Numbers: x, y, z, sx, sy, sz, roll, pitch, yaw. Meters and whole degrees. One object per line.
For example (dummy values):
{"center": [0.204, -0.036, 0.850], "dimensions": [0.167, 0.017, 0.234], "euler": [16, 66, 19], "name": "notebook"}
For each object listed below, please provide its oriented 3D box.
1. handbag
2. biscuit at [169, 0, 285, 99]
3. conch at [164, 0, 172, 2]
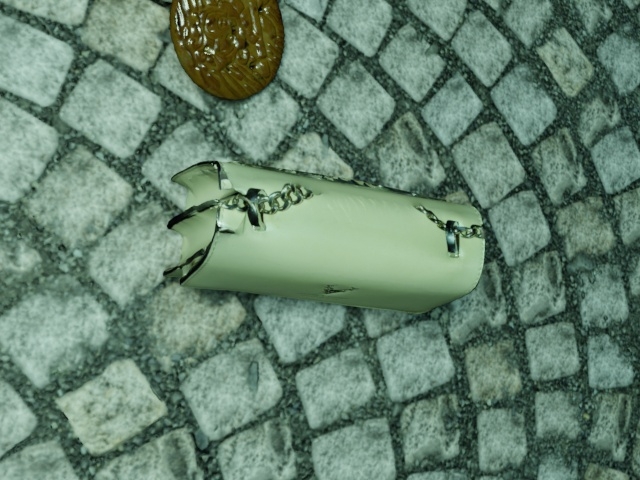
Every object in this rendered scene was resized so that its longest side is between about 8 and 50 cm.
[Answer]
{"center": [0.000, 0.000, 0.896], "dimensions": [0.359, 0.237, 0.160], "euler": [8, 79, -25], "name": "handbag"}
{"center": [-0.120, -0.287, 0.949], "dimensions": [0.188, 0.027, 0.187], "euler": [-9, 104, -42], "name": "biscuit"}
{"center": [-0.239, -0.373, 0.921], "dimensions": [0.176, 0.094, 0.104], "euler": [6, 95, 1], "name": "conch"}
